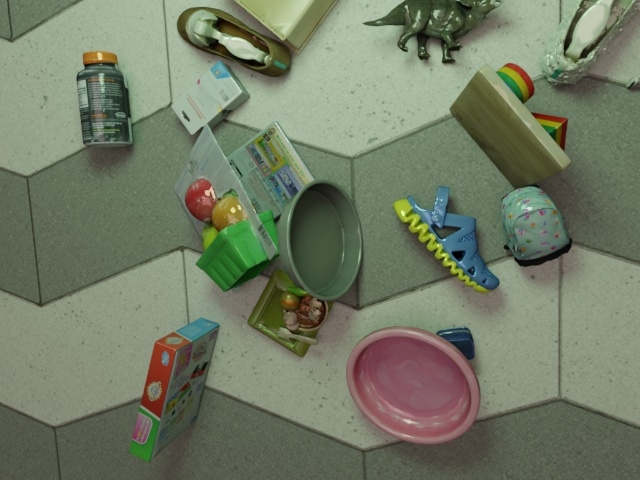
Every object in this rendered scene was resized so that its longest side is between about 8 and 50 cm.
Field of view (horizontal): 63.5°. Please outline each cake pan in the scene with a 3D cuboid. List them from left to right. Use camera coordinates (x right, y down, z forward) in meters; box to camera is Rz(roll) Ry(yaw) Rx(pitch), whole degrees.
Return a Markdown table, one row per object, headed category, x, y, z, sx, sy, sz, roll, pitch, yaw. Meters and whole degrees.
| category | x | y | z | sx | sy | sz | roll | pitch | yaw |
| --- | --- | --- | --- | --- | --- | --- | --- | --- | --- |
| cake pan | 0.000 | 0.000 | 1.251 | 0.054 | 0.293 | 0.292 | -5 | 96 | 38 |

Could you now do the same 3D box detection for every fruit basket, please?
| category | x | y | z | sx | sy | sz | roll | pitch | yaw |
| --- | --- | --- | --- | --- | --- | --- | --- | --- | --- |
| fruit basket | -0.245 | -0.066 | 1.319 | 0.327 | 0.166 | 0.352 | -42 | 71 | 52 |

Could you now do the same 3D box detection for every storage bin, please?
| category | x | y | z | sx | sy | sz | roll | pitch | yaw |
| --- | --- | --- | --- | --- | --- | --- | --- | --- | --- |
| storage bin | -0.086 | -0.653 | 1.260 | 0.260 | 0.123 | 0.262 | 42 | 105 | 6 |

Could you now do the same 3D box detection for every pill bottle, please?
| category | x | y | z | sx | sy | sz | roll | pitch | yaw |
| --- | --- | --- | --- | --- | --- | --- | --- | --- | --- |
| pill bottle | -0.588 | -0.382 | 1.408 | 0.131 | 0.130 | 0.245 | -1 | 97 | 14 |

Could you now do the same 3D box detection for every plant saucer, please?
| category | x | y | z | sx | sy | sz | roll | pitch | yaw |
| --- | --- | --- | --- | --- | --- | --- | --- | --- | --- |
| plant saucer | -0.090 | 0.202 | 1.405 | 0.189 | 0.045 | 0.188 | 30 | 103 | 8 |
| plant saucer | 0.231 | 0.350 | 1.291 | 0.333 | 0.084 | 0.331 | 10 | 116 | 22 |

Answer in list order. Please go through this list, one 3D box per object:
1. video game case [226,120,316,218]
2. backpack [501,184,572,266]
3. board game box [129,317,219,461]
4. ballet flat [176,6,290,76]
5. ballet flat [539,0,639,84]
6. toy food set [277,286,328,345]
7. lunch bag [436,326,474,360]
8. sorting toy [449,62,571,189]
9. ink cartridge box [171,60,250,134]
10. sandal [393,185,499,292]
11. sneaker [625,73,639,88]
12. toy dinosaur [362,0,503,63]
| category | x | y | z | sx | sy | sz | roll | pitch | yaw |
| --- | --- | --- | --- | --- | --- | --- | --- | --- | --- |
| video game case | -0.135 | -0.176 | 1.381 | 0.193 | 0.023 | 0.212 | -34 | 88 | 15 |
| backpack | 0.489 | -0.035 | 1.177 | 0.152 | 0.115 | 0.182 | -26 | 119 | 11 |
| board game box | -0.387 | 0.391 | 1.399 | 0.064 | 0.242 | 0.316 | 18 | 100 | 13 |
| ballet flat | -0.240 | -0.510 | 1.311 | 0.343 | 0.124 | 0.116 | 29 | 110 | 9 |
| ballet flat | 0.623 | -0.522 | 1.096 | 0.147 | 0.147 | 0.408 | 30 | 104 | 8 |
| toy food set | -0.045 | 0.180 | 1.346 | 0.133 | 0.038 | 0.191 | 13 | 100 | 12 |
| lunch bag | 0.335 | 0.261 | 1.302 | 0.099 | 0.065 | 0.067 | -8 | 110 | 13 |
| sorting toy | 0.424 | -0.254 | 1.128 | 0.089 | 0.255 | 0.257 | -39 | 87 | -1 |
| ink cartridge box | -0.292 | -0.372 | 1.374 | 0.181 | 0.061 | 0.104 | -36 | 87 | 14 |
| sandal | 0.324 | -0.009 | 1.245 | 0.138 | 0.126 | 0.317 | -42 | 87 | 10 |
| sneaker | 0.725 | -0.359 | 1.149 | 0.083 | 0.032 | 0.036 | -32 | 88 | 15 |
| toy dinosaur | 0.263 | -0.515 | 1.214 | 0.314 | 0.121 | 0.160 | 7 | 86 | 17 |
